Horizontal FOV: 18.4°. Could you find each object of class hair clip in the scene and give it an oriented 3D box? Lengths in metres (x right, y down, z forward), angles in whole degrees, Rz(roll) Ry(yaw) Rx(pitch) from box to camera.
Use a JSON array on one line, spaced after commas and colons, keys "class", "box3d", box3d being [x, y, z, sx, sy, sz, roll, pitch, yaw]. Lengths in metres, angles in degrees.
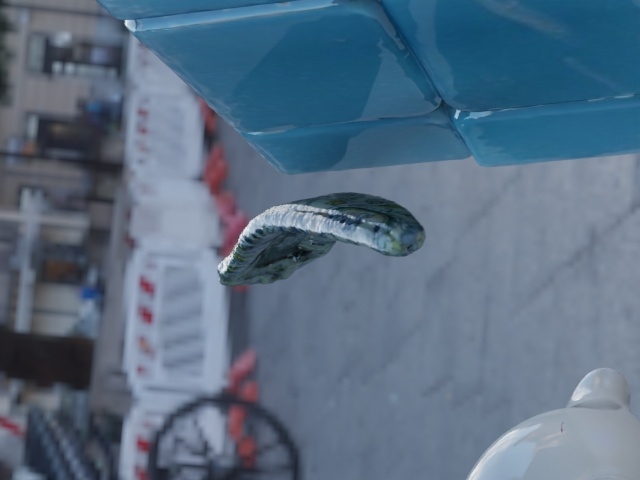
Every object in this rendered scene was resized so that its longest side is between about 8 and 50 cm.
[{"class": "hair clip", "box3d": [-0.001, -0.002, 0.920, 0.229, 0.066, 0.036, 165, 93, -73]}]

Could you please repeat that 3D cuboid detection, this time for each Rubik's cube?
[{"class": "Rubik's cube", "box3d": [0.083, -0.226, 0.831, 0.322, 0.316, 0.319, 45, -138, -70]}]

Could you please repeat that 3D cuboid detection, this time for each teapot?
[{"class": "teapot", "box3d": [0.141, 0.174, 1.082, 0.092, 0.145, 0.226, 127, 166, -78]}]
